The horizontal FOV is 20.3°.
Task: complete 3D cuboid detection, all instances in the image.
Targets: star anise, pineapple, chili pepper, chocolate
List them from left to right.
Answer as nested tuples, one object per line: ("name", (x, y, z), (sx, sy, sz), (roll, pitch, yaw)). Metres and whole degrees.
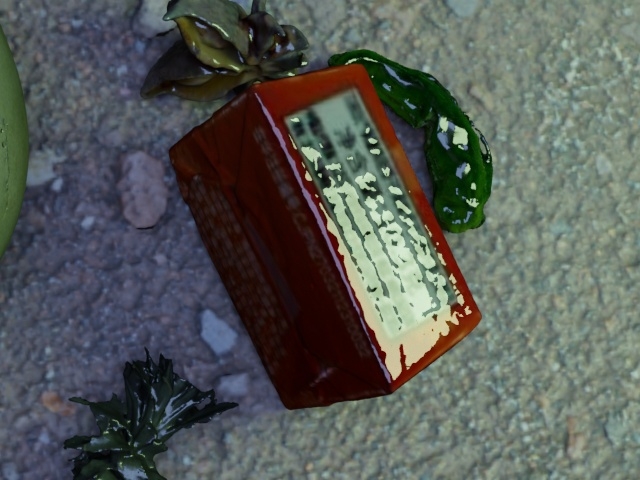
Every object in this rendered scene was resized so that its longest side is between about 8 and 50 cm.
("pineapple", (-0.163, 0.202, 1.359), (0.125, 0.125, 0.251), (27, 76, -5))
("star anise", (-0.043, -0.226, 1.422), (0.218, 0.148, 0.227), (-9, 55, 23))
("chocolate", (0.000, 0.000, 1.339), (0.108, 0.235, 0.237), (-24, 89, -20))
("chili pepper", (0.083, -0.090, 1.446), (0.073, 0.050, 0.182), (-37, 89, -3))

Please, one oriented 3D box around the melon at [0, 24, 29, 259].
("melon", (-0.340, -0.068, 1.271), (0.268, 0.268, 0.330), (-1, 97, -9))
